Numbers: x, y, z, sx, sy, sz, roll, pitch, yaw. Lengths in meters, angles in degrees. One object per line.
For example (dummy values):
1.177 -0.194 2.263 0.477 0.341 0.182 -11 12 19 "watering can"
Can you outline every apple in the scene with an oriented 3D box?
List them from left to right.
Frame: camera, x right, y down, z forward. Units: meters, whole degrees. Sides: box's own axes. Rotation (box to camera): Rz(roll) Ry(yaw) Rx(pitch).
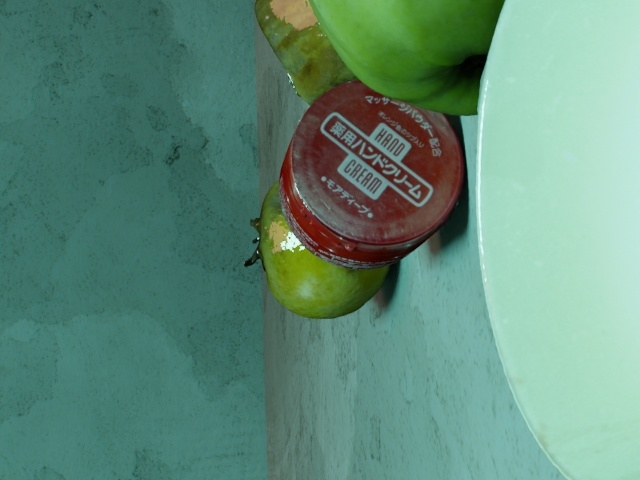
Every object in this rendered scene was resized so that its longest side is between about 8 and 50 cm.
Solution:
0.096 -0.235 0.669 0.279 0.279 0.279 179 90 -80 "apple"

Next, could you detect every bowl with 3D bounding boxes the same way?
0.181 -0.024 0.425 0.277 0.145 0.277 179 90 -82 "bowl"

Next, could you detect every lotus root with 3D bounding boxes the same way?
0.049 -0.288 1.180 0.180 0.199 0.188 -25 103 47 "lotus root"

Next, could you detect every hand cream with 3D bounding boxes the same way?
0.051 -0.068 1.013 0.125 0.193 0.193 130 138 -73 "hand cream"

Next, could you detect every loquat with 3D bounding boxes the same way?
0.000 -0.005 1.267 0.213 0.213 0.213 179 90 -80 "loquat"
